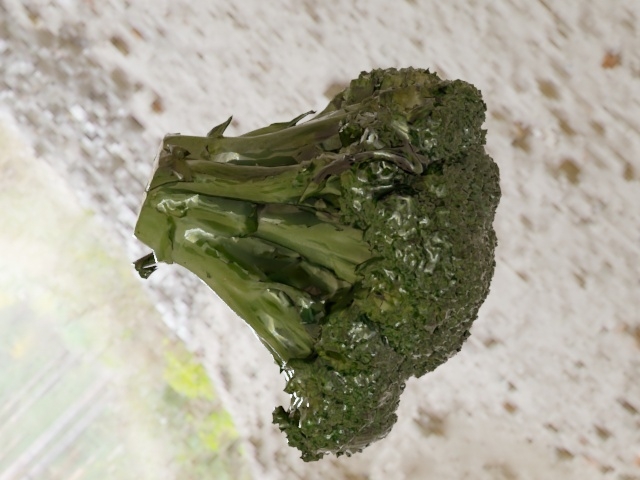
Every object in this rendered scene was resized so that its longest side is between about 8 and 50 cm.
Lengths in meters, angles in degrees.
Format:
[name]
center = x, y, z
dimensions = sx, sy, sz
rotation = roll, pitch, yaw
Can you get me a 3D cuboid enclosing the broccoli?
[broccoli]
center = 0.000, 0.000, 1.032
dimensions = 0.283, 0.304, 0.321
rotation = 15, -171, -10
